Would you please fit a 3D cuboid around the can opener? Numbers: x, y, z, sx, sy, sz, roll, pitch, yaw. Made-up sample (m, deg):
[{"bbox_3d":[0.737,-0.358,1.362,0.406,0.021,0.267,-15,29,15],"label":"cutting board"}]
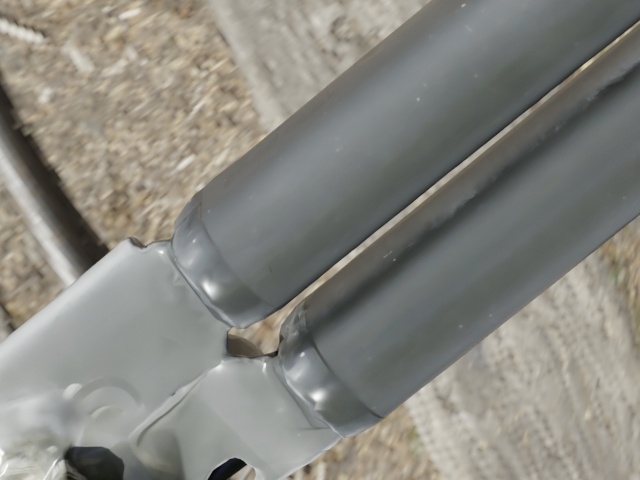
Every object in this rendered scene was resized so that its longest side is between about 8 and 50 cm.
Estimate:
[{"bbox_3d":[0.000,0.000,0.505,0.283,0.095,0.076,-39,107,11],"label":"can opener"}]
